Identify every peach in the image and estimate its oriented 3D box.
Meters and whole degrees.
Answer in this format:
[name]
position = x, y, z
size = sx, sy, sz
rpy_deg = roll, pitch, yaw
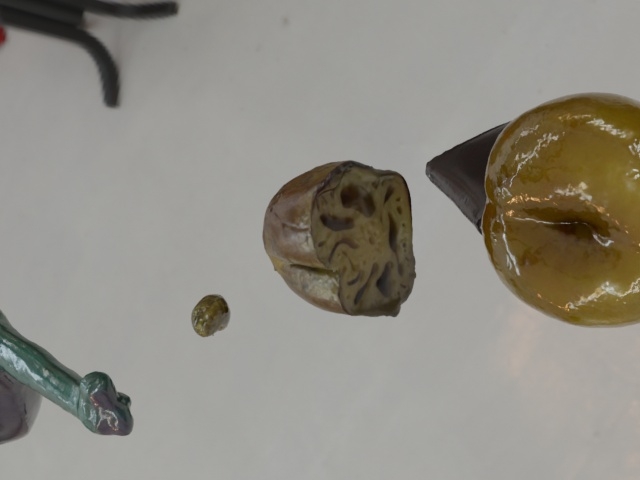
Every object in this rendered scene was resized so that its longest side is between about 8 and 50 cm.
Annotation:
[peach]
position = 0.280, -0.027, 1.190
size = 0.251, 0.153, 0.251
rpy_deg = 22, 122, 40

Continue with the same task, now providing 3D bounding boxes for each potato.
[potato]
position = -0.124, 0.084, 1.339
size = 0.046, 0.092, 0.045
rpy_deg = -31, 89, 7

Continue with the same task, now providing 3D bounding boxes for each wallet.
[wallet]
position = 0.249, -0.094, 1.549
size = 0.182, 0.049, 0.229
rpy_deg = -29, 26, -3

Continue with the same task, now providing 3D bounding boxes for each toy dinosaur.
[toy dinosaur]
position = -0.239, 0.135, 0.913
size = 0.331, 0.129, 0.383
rpy_deg = 33, 151, 24

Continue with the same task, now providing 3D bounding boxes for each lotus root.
[lotus root]
position = 0.000, 0.001, 1.468
size = 0.180, 0.199, 0.188
rpy_deg = -2, 84, 41
